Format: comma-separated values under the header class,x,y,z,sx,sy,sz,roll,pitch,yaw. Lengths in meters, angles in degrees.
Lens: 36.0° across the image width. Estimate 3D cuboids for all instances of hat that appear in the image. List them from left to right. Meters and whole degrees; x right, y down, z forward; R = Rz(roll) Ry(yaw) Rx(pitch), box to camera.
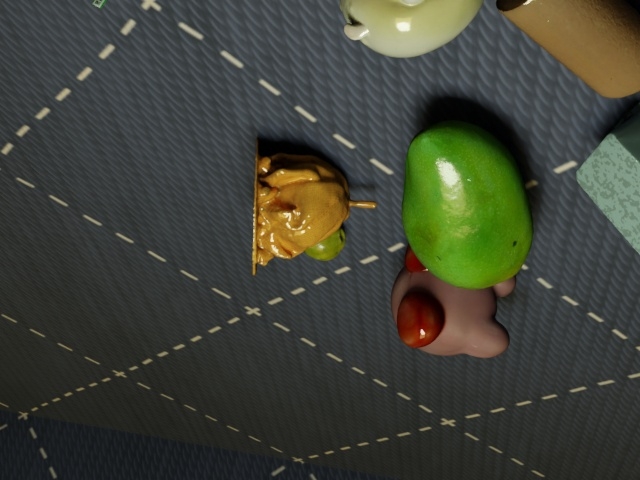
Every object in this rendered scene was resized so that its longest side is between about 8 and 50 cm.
class,x,y,z,sx,sy,sz,roll,pitch,yaw
hat,-0.009,-0.059,1.833,0.233,0.244,0.233,0,156,-3

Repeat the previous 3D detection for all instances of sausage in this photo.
class,x,y,z,sx,sy,sz,roll,pitch,yaw
sausage,0.370,-0.296,1.364,0.253,0.123,0.123,32,144,-25

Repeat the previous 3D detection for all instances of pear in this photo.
class,x,y,z,sx,sy,sz,roll,pitch,yaw
pear,0.000,0.000,2.009,0.097,0.092,0.092,-11,140,34

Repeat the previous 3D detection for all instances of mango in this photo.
class,x,y,z,sx,sy,sz,roll,pitch,yaw
mango,0.245,-0.063,1.706,0.225,0.201,0.382,3,143,28

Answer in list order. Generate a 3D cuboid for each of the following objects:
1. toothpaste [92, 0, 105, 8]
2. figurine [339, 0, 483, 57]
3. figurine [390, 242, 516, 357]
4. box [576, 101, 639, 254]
class,x,y,z,sx,sy,sz,roll,pitch,yaw
toothpaste,-0.342,-0.405,1.580,0.017,0.020,0.083,25,147,-23
figurine,0.078,-0.431,1.256,0.274,0.226,0.394,31,151,31
figurine,0.235,0.116,1.968,0.261,0.270,0.211,23,155,-33
box,0.522,-0.091,1.540,0.227,0.130,0.162,54,152,16
